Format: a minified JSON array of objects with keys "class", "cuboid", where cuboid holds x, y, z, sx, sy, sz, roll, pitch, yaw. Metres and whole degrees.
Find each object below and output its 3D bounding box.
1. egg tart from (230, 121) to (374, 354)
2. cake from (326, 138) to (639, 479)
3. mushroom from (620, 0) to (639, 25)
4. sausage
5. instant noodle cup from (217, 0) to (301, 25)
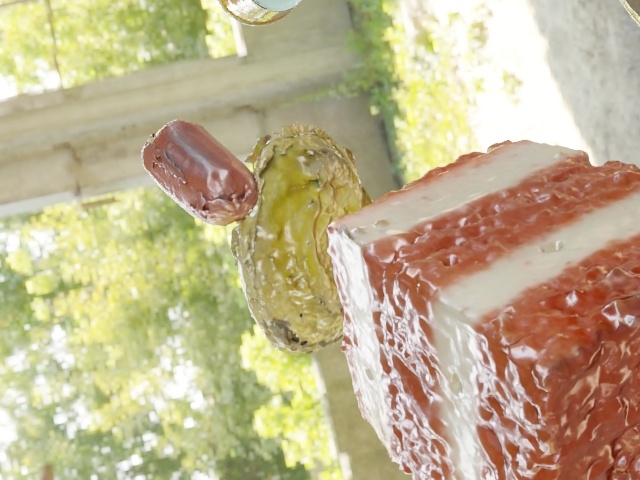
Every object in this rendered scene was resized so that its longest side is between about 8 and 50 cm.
[{"class":"egg tart","cuboid":[0.000,0.000,1.307,0.279,0.095,0.278,3,-93,-60]},{"class":"cake","cuboid":[0.194,0.087,1.003,0.319,0.269,0.270,36,143,48]},{"class":"mushroom","cuboid":[0.340,-0.256,0.815,0.290,0.298,0.297,-16,-85,-68]},{"class":"sausage","cuboid":[-0.117,-0.064,1.095,0.141,0.076,0.076,37,151,35]},{"class":"instant noodle cup","cuboid":[-0.089,-0.437,1.860,0.185,0.168,0.168,-140,38,-72]}]
